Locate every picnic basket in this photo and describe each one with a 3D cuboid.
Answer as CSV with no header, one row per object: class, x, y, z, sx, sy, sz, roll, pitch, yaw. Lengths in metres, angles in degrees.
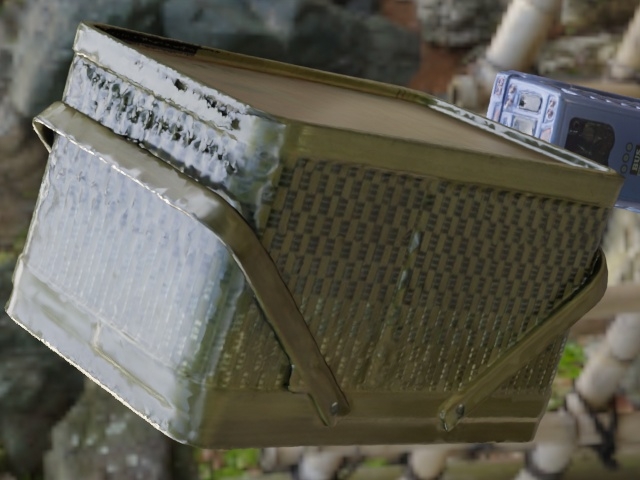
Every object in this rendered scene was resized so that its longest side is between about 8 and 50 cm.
picnic basket,0.000,0.000,0.716,0.165,0.267,0.139,29,106,43

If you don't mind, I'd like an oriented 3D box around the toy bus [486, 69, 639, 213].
toy bus,0.305,-0.090,1.572,0.133,0.292,0.125,23,103,55
